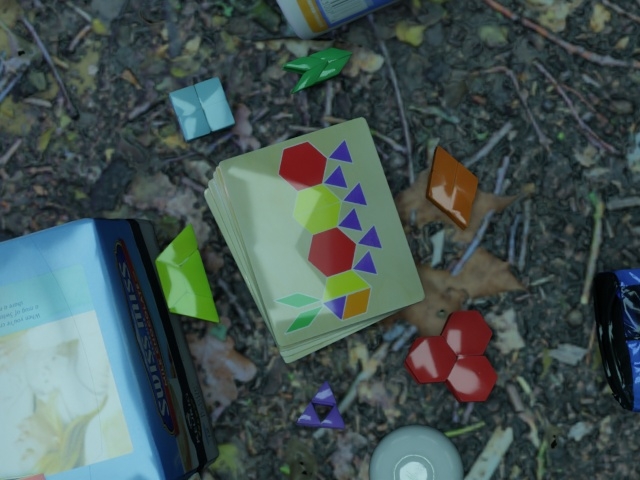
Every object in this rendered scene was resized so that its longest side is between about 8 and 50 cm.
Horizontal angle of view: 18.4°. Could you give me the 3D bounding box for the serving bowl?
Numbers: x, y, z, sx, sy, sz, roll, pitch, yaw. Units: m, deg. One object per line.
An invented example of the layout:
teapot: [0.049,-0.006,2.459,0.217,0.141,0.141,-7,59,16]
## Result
serving bowl: [0.082,0.201,1.700,0.083,0.027,0.083,0,88,7]

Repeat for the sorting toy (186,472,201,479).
sorting toy: [-0.137,0.253,1.726,0.083,0.045,0.075,-17,106,7]

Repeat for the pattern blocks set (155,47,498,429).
pattern blocks set: [0.000,0.000,1.690,0.285,0.026,0.325,-10,84,-6]

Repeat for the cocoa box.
cocoa box: [-0.294,0.134,1.648,0.347,0.228,0.231,-16,87,7]

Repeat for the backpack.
backpack: [0.283,0.082,1.642,0.101,0.098,0.120,-5,87,4]

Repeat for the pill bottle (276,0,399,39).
pill bottle: [0.078,-0.287,1.649,0.272,0.152,0.152,-23,86,6]
